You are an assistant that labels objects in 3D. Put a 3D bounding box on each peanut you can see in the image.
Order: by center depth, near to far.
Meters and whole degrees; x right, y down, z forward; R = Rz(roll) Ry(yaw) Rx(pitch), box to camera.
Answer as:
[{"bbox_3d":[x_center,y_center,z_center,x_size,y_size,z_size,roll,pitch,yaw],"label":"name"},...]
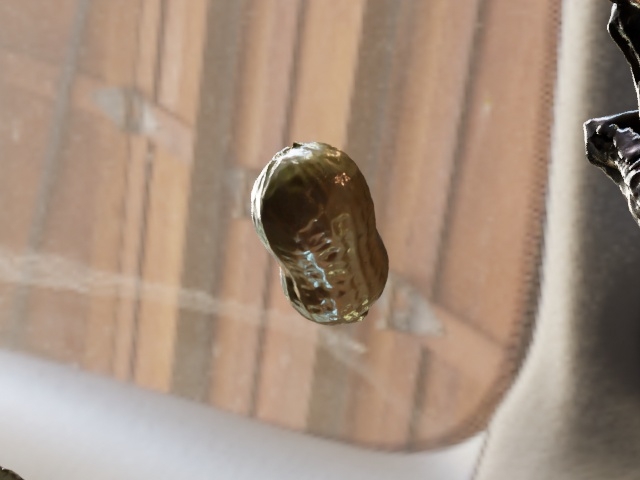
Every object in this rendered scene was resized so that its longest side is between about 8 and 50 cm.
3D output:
[{"bbox_3d":[0.000,0.000,1.240,0.098,0.090,0.214,21,-27,25],"label":"peanut"}]

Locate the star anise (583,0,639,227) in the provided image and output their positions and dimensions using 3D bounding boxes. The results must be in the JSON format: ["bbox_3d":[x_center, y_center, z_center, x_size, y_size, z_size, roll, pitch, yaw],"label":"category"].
[{"bbox_3d":[0.209,-0.002,0.661,0.272,0.102,0.272,59,-9,15],"label":"star anise"}]

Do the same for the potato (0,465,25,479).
[{"bbox_3d":[-0.371,0.462,1.693,0.442,0.385,0.319,56,-3,46],"label":"potato"}]
